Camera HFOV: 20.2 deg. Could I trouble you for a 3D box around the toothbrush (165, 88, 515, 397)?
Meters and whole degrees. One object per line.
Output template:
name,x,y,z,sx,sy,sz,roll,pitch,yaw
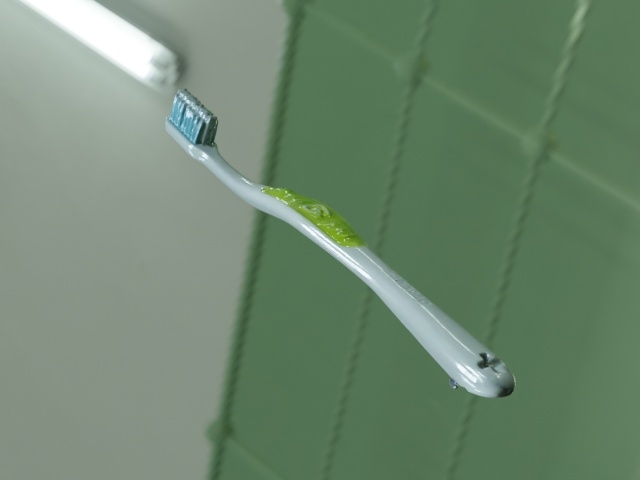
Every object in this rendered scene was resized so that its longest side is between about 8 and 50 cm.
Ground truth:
toothbrush,0.000,0.000,0.786,0.022,0.263,0.026,-7,-57,-35
